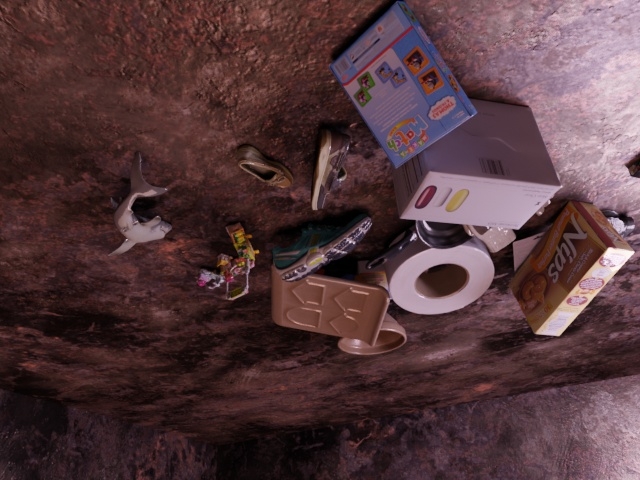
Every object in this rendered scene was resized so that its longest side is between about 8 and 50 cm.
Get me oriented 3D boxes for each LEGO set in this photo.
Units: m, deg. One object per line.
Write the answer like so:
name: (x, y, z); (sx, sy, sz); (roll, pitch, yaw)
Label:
LEGO set: (-0.231, 0.074, 1.402); (0.132, 0.107, 0.287); (13, 144, -25)

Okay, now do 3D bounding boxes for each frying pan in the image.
frying pan: (0.271, -0.021, 1.253); (0.197, 0.053, 0.326); (31, 109, -32)

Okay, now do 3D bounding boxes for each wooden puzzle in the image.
wooden puzzle: (0.021, 0.184, 1.578); (0.347, 0.081, 0.322); (14, 143, 5)

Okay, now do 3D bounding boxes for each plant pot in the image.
plant pot: (0.173, 0.305, 1.809); (0.237, 0.110, 0.237); (-3, 149, -2)

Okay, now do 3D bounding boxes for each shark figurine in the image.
shark figurine: (-0.434, -0.071, 1.169); (0.166, 0.116, 0.278); (-31, 164, -21)

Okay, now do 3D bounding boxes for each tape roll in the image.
tape roll: (0.319, 0.078, 1.420); (0.286, 0.100, 0.286); (-3, 135, -3)

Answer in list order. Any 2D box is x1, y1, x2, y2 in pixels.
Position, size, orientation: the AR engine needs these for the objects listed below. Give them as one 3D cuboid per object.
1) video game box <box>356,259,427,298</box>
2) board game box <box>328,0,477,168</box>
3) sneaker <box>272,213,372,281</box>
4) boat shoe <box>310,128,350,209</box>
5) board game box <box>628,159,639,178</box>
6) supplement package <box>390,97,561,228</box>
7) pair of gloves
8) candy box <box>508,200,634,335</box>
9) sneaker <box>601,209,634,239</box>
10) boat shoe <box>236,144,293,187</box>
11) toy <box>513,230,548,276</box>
video game box: (0.209, 0.121, 1.581); (0.205, 0.048, 0.187); (-3, 145, -2)
board game box: (0.131, -0.250, 0.860); (0.160, 0.212, 0.039); (-33, 180, 38)
sneaker: (0.000, 0.000, 1.314); (0.275, 0.110, 0.107); (-28, 161, 6)
boat shoe: (0.020, -0.142, 1.113); (0.073, 0.080, 0.224); (4, 143, -3)
board game box: (0.860, -0.173, 1.198); (0.259, 0.030, 0.136); (9, 144, -19)
supplement package: (0.283, -0.151, 1.007); (0.261, 0.204, 0.145); (4, 148, -13)
pair of gloves: (0.445, -0.090, 1.222); (0.240, 0.042, 0.204); (-45, 131, 17)
candy box: (0.633, 0.077, 1.352); (0.087, 0.183, 0.317); (8, 130, -17)
sneaker: (0.785, -0.020, 1.415); (0.089, 0.051, 0.170); (-5, 143, 3)
boat shoe: (-0.118, -0.147, 1.118); (0.056, 0.048, 0.153); (-24, 143, 29)
toy: (0.612, 0.048, 1.486); (0.136, 0.056, 0.237); (-19, 132, 6)
